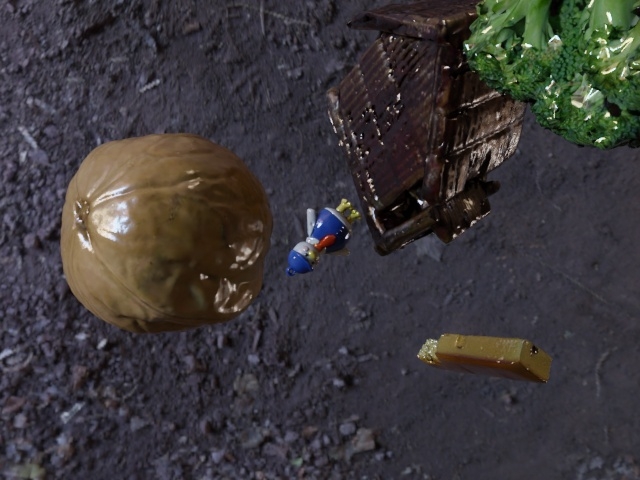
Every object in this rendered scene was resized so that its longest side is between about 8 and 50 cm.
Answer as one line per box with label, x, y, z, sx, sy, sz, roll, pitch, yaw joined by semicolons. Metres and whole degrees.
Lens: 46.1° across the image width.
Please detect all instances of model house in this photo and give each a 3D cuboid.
model house;0.185;-0.182;0.917;0.317;0.297;0.282;-21;162;-35

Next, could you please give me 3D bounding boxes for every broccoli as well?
broccoli;0.258;-0.207;0.543;0.308;0.308;0.275;-23;127;6

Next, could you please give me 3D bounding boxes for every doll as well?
doll;0.000;0.000;1.120;0.143;0.057;0.099;-45;114;-12

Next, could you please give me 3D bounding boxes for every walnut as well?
walnut;-0.157;-0.005;0.796;0.228;0.228;0.228;-4;123;-7

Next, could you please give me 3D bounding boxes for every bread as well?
bread;0.240;0.178;1.163;0.088;0.226;0.049;31;69;-35
